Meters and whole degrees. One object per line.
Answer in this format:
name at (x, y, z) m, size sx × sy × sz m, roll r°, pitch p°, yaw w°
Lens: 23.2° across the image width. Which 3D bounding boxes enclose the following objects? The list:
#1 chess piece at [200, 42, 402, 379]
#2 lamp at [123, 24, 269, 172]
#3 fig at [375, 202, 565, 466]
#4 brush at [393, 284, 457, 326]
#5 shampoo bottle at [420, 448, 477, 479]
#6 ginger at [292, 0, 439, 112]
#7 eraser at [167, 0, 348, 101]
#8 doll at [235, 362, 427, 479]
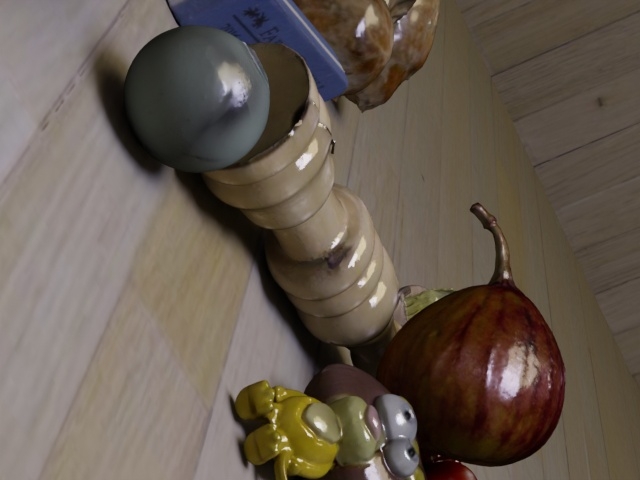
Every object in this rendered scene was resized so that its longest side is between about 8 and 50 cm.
chess piece at (0.000, 0.000, 1.266) m, size 0.139 × 0.124 × 0.307 m, roll 27°, pitch -26°, yaw 47°
lamp at (-0.086, -0.100, 1.093) m, size 0.105 × 0.105 × 0.105 m, roll 59°, pitch 17°, yaw -30°
fig at (0.132, 0.102, 1.256) m, size 0.202 × 0.148 × 0.149 m, roll -45°, pitch 147°, yaw -35°
brush at (0.097, 0.074, 1.573) m, size 0.072 × 0.067 × 0.313 m, roll 70°, pitch 17°, yaw 7°
shampoo bottle at (0.118, 0.284, 1.299) m, size 0.118 × 0.076 × 0.314 m, roll 14°, pitch 53°, yaw -59°
ginger at (0.035, -0.261, 1.671) m, size 0.375 × 0.176 × 0.256 m, roll 3°, pitch 82°, yaw -76°
eraser at (-0.053, -0.178, 1.377) m, size 0.225 × 0.082 × 0.036 m, roll 43°, pitch 26°, yaw -59°
doll at (0.019, 0.159, 1.116) m, size 0.145 × 0.096 × 0.188 m, roll 63°, pitch 23°, yaw 13°
